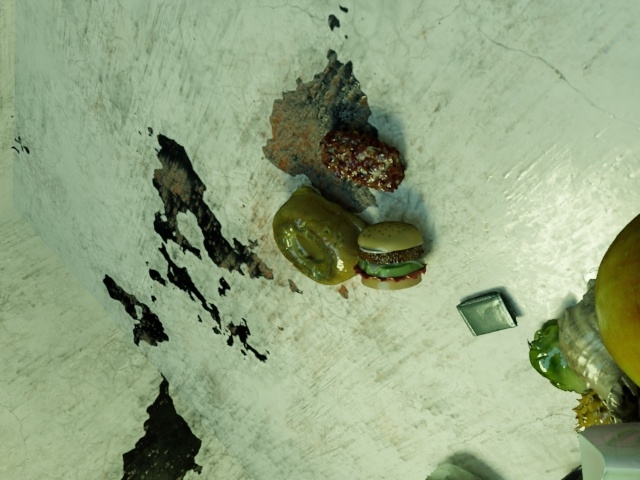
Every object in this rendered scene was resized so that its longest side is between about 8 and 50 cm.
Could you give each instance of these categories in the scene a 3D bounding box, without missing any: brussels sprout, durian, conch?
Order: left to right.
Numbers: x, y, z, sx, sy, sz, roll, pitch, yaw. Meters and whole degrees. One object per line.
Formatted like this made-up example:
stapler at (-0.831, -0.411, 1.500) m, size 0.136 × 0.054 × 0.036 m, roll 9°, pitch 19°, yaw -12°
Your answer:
brussels sprout at (0.500, 0.238, 1.223) m, size 0.139 × 0.100 × 0.181 m, roll -33°, pitch 89°, yaw 36°
durian at (0.584, 0.408, 1.206) m, size 0.191 × 0.112 × 0.341 m, roll 21°, pitch 151°, yaw 23°
conch at (0.538, 0.209, 1.090) m, size 0.159 × 0.210 × 0.291 m, roll 123°, pitch 147°, yaw -70°

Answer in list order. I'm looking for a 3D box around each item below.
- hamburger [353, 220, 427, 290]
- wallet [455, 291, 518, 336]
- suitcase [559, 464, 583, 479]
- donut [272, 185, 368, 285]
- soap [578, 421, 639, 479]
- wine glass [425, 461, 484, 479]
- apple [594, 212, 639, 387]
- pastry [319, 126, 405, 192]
hamburger at (0.154, 0.026, 1.346) m, size 0.175 × 0.175 × 0.137 m, roll 9°, pitch 113°, yaw 40°
wallet at (0.367, 0.161, 1.340) m, size 0.129 × 0.026 × 0.088 m, roll -29°, pitch 93°, yaw 52°
suitcase at (0.566, 0.570, 1.384) m, size 0.059 × 0.126 × 0.086 m, roll 51°, pitch 144°, yaw 28°
donut at (0.000, 0.000, 1.496) m, size 0.261 × 0.128 × 0.209 m, roll 33°, pitch 138°, yaw 24°
soap at (0.536, 0.329, 0.849) m, size 0.347 × 0.208 × 0.115 m, roll -16°, pitch 79°, yaw 44°
wine glass at (0.406, 0.763, 1.609) m, size 0.323 × 0.238 × 0.238 m, roll 41°, pitch 140°, yaw 9°
apple at (0.598, 0.091, 0.861) m, size 0.383 × 0.374 × 0.374 m, roll -5°, pitch 123°, yaw 2°
pastry at (0.084, -0.174, 1.310) m, size 0.208 × 0.097 × 0.115 m, roll 28°, pitch 125°, yaw 29°
